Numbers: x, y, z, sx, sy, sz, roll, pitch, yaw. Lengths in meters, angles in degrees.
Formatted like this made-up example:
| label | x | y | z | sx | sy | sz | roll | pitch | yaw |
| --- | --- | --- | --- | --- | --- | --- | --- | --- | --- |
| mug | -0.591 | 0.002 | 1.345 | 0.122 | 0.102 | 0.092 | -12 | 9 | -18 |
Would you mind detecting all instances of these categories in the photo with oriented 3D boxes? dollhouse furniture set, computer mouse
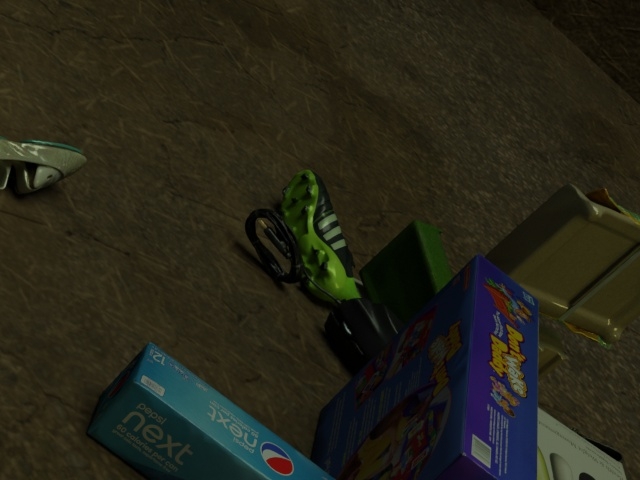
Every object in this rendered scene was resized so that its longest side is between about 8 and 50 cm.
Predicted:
| label | x | y | z | sx | sy | sz | roll | pitch | yaw |
| --- | --- | --- | --- | --- | --- | --- | --- | --- | --- |
| dollhouse furniture set | 0.223 | 0.027 | 1.989 | 0.198 | 0.301 | 0.151 | 22 | 37 | -37 |
| computer mouse | 0.008 | 0.063 | 1.929 | 0.242 | 0.071 | 0.041 | 44 | 36 | 5 |

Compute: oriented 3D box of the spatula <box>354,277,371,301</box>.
| label | x | y | z | sx | sy | sz | roll | pitch | yaw |
| --- | --- | --- | --- | --- | --- | --- | --- | --- | --- |
| spatula | 0.113 | 0.142 | 2.029 | 0.168 | 0.019 | 0.242 | 24 | 33 | -41 |

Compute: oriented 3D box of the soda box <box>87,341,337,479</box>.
| label | x | y | z | sx | sy | sz | roll | pitch | yaw |
| --- | --- | --- | --- | --- | --- | --- | --- | --- | --- |
| soda box | -0.086 | 0.182 | 1.575 | 0.210 | 0.071 | 0.067 | 38 | 25 | -12 |

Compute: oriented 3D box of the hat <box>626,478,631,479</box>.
| label | x | y | z | sx | sy | sz | roll | pitch | yaw |
| --- | --- | --- | --- | --- | --- | --- | --- | --- | --- |
| hat | 0.283 | 0.340 | 1.956 | 0.208 | 0.183 | 0.173 | 8 | -15 | 44 |

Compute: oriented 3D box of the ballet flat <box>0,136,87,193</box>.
| label | x | y | z | sx | sy | sz | roll | pitch | yaw |
| --- | --- | --- | --- | --- | --- | --- | --- | --- | --- |
| ballet flat | -0.284 | -0.067 | 1.721 | 0.168 | 0.057 | 0.052 | 11 | 67 | -45 |

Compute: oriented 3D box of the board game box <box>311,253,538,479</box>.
| label | x | y | z | sx | sy | sz | roll | pitch | yaw |
| --- | --- | --- | --- | --- | --- | --- | --- | --- | --- |
| board game box | 0.083 | 0.185 | 1.637 | 0.078 | 0.233 | 0.347 | 38 | 25 | -12 |

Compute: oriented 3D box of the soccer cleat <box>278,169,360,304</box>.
| label | x | y | z | sx | sy | sz | roll | pitch | yaw |
| --- | --- | --- | --- | --- | --- | --- | --- | --- | --- |
| soccer cleat | 0.000 | 0.000 | 2.041 | 0.072 | 0.060 | 0.179 | 35 | 30 | -41 |

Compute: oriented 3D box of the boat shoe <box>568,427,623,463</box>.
| label | x | y | z | sx | sy | sz | roll | pitch | yaw |
| --- | --- | --- | --- | --- | --- | --- | --- | --- | --- |
| boat shoe | 0.280 | 0.228 | 2.112 | 0.142 | 0.040 | 0.049 | 28 | 28 | -31 |

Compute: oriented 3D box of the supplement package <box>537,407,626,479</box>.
| label | x | y | z | sx | sy | sz | roll | pitch | yaw |
| --- | --- | --- | --- | --- | --- | --- | --- | --- | --- |
| supplement package | 0.183 | 0.269 | 1.759 | 0.194 | 0.149 | 0.203 | 34 | 25 | -22 |
